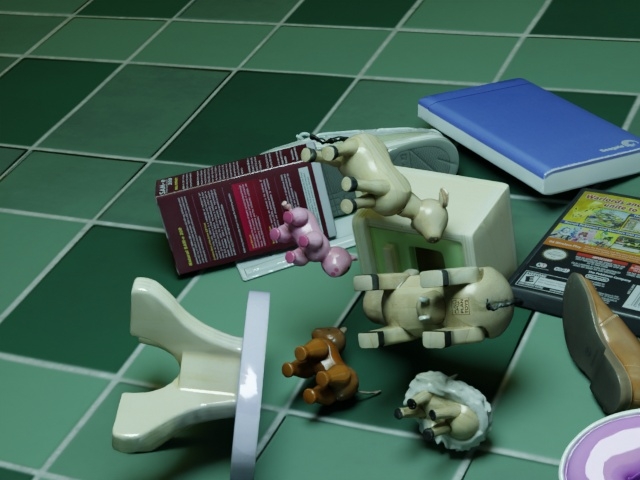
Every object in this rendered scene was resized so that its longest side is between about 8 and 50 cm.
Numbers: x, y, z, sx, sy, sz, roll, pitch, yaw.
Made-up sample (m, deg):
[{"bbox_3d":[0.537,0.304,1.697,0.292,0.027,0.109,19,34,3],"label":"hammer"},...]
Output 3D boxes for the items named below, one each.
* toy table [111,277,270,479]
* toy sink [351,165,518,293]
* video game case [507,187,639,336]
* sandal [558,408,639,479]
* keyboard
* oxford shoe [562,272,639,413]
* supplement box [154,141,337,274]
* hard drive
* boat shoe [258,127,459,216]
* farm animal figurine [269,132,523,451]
[{"bbox_3d":[-0.146,0.159,1.514,0.161,0.252,0.274,6,24,-2],"label":"toy table"},{"bbox_3d":[0.127,0.003,1.712,0.234,0.152,0.131,12,42,30],"label":"toy sink"},{"bbox_3d":[0.419,0.030,1.687,0.275,0.035,0.248,13,42,33],"label":"video game case"},{"bbox_3d":[0.444,0.241,1.286,0.416,0.102,0.169,9,56,26],"label":"sandal"},{"bbox_3d":[0.000,0.000,1.880,0.256,0.014,0.072,-18,29,-8],"label":"keyboard"},{"bbox_3d":[0.348,0.123,1.548,0.076,0.076,0.212,1,44,-17],"label":"oxford shoe"},{"bbox_3d":[-0.108,-0.047,1.858,0.239,0.130,0.073,-14,25,-1],"label":"supplement box"},{"bbox_3d":[0.323,-0.166,1.952,0.210,0.040,0.319,-14,31,-26],"label":"hard drive"},{"bbox_3d":[0.044,-0.114,1.945,0.320,0.118,0.103,-11,26,-6],"label":"boat shoe"},{"bbox_3d":[0.101,0.051,1.543,0.327,0.330,0.172,18,15,40],"label":"farm animal figurine"}]
